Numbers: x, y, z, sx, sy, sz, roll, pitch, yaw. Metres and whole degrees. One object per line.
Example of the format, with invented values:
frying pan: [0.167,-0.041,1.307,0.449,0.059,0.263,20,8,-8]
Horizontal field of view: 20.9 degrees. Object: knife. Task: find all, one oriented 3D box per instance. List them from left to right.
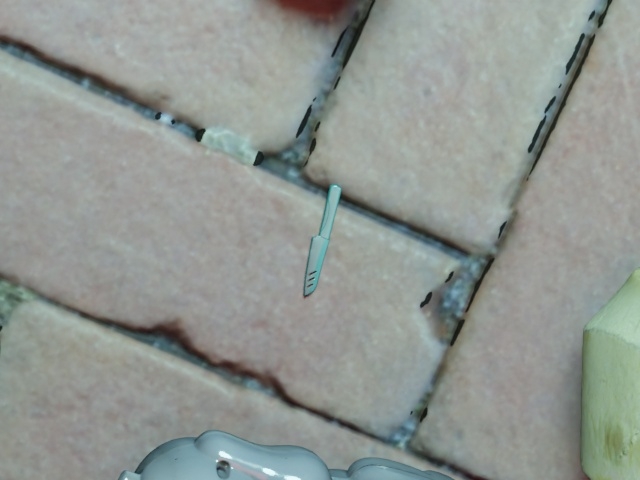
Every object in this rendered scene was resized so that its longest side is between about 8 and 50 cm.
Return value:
knife: [0.000,0.000,1.346,0.014,0.005,0.091,12,98,-9]

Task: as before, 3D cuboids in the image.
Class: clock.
clock: [-0.035,0.223,1.292,0.254,0.189,0.188,23,96,-10]

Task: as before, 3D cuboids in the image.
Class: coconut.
coconut: [0.307,0.131,1.297,0.241,0.241,0.241,-1,99,-6]
